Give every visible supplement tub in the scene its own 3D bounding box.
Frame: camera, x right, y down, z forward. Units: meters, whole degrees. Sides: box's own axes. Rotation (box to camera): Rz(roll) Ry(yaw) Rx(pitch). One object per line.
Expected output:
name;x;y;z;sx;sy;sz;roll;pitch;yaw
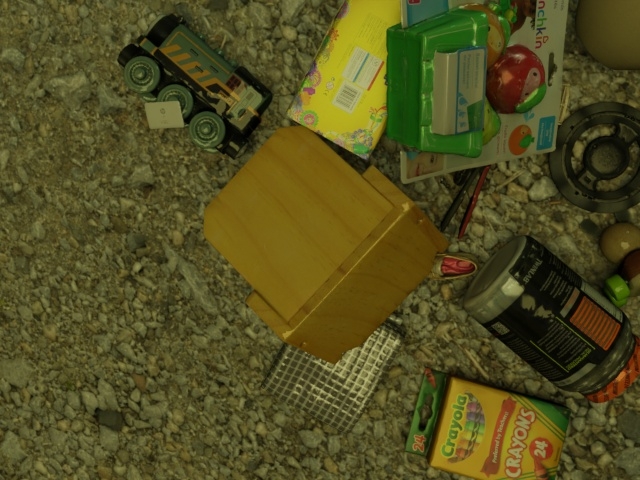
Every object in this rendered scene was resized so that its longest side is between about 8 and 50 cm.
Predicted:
supplement tub;0.480;0.165;1.483;0.338;0.207;0.207;40;102;-1

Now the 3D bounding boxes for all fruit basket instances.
fruit basket;0.286;-0.276;1.219;0.353;0.165;0.327;-10;114;-20

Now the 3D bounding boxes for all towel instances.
towel;0.030;0.255;1.592;0.235;0.121;0.284;28;102;0

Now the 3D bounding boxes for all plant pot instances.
plant pot;0.595;-0.431;1.357;0.284;0.284;0.191;45;136;-3

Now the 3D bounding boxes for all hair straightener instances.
hair straightener;0.293;-0.114;1.505;0.089;0.047;0.230;20;123;3

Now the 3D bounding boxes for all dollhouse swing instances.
dollhouse swing;0.000;0.000;1.451;0.347;0.315;0.305;-48;56;3

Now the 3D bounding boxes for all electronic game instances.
electronic game;0.588;-0.170;1.491;0.229;0.048;0.229;0;93;8

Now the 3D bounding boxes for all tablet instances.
tablet;-0.315;-0.253;1.461;0.083;0.006;0.054;1;113;22

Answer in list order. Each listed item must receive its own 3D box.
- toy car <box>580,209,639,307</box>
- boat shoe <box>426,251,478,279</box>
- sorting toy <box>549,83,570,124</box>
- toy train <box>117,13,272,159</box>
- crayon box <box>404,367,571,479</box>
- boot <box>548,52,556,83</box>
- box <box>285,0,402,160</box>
toy car;0.630;0.017;1.502;0.155;0.149;0.188;-30;67;7
boat shoe;0.257;0.054;1.562;0.170;0.059;0.063;-5;99;7
sorting toy;0.468;-0.282;1.491;0.075;0.045;0.083;14;94;21
toy train;-0.260;-0.324;1.523;0.334;0.142;0.190;40;90;0
crayon box;0.361;0.418;1.582;0.318;0.081;0.202;14;87;4
boot;0.368;-0.304;1.481;0.189;0.076;0.208;14;103;3
box;0.090;-0.330;1.401;0.177;0.279;0.290;29;102;0
